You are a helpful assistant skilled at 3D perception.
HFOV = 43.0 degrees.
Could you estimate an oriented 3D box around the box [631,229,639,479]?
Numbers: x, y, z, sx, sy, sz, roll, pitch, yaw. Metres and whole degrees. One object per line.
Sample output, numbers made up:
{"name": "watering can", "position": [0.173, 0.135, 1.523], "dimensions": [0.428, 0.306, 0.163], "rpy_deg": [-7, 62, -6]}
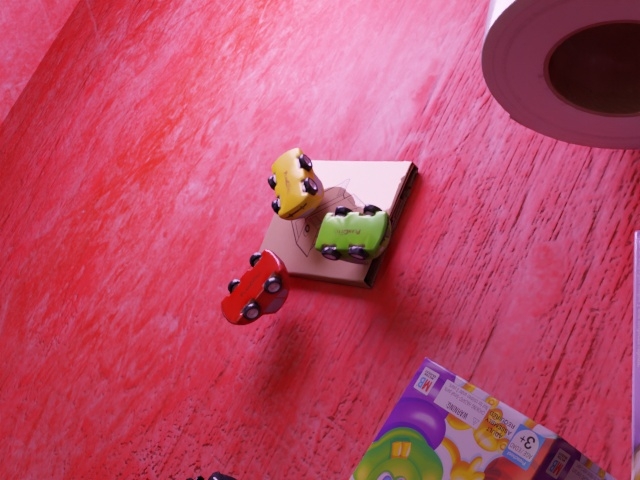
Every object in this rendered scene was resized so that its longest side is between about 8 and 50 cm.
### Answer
{"name": "box", "position": [0.278, 0.140, 0.617], "dimensions": [0.063, 0.067, 0.324], "rpy_deg": [-11, 54, 37]}

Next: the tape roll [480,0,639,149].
{"name": "tape roll", "position": [0.278, -0.218, 0.738], "dimensions": [0.246, 0.246, 0.169], "rpy_deg": [-10, 56, 39]}

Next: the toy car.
{"name": "toy car", "position": [0.000, 0.000, 0.958], "dimensions": [0.225, 0.053, 0.239], "rpy_deg": [1, 66, 44]}

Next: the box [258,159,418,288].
{"name": "box", "position": [0.014, -0.026, 1.021], "dimensions": [0.201, 0.021, 0.164], "rpy_deg": [6, 67, 45]}

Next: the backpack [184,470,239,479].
{"name": "backpack", "position": [-0.111, 0.343, 0.802], "dimensions": [0.182, 0.115, 0.152], "rpy_deg": [-55, 29, -2]}

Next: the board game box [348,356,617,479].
{"name": "board game box", "position": [0.092, 0.261, 0.645], "dimensions": [0.144, 0.142, 0.275], "rpy_deg": [26, 81, 50]}
